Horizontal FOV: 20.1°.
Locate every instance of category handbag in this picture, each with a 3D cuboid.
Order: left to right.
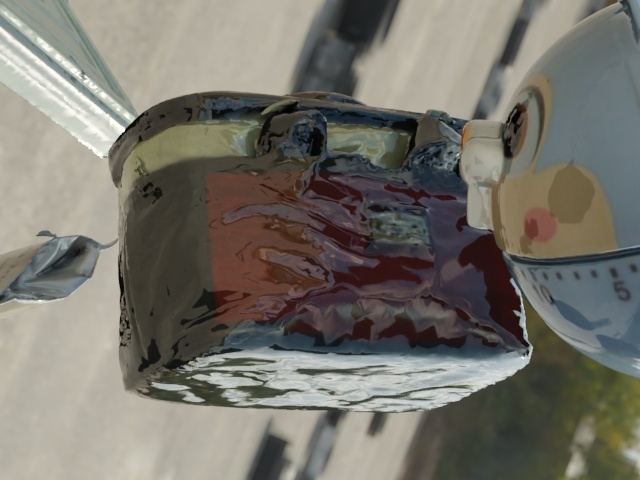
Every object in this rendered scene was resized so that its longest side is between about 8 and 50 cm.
[{"bbox_3d":[0.000,0.000,1.079,0.181,0.254,0.181,-36,-124,55],"label":"handbag"}]

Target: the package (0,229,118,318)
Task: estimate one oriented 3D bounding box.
[{"bbox_3d":[-0.319,0.055,1.566,0.251,0.204,0.062,-33,103,-58],"label":"package"}]

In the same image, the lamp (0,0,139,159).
[{"bbox_3d":[-0.245,-0.201,1.266,0.047,0.266,0.269,-36,156,5],"label":"lamp"}]

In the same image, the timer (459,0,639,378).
[{"bbox_3d":[0.114,-0.058,0.708,0.175,0.255,0.175,-41,-173,6],"label":"timer"}]
